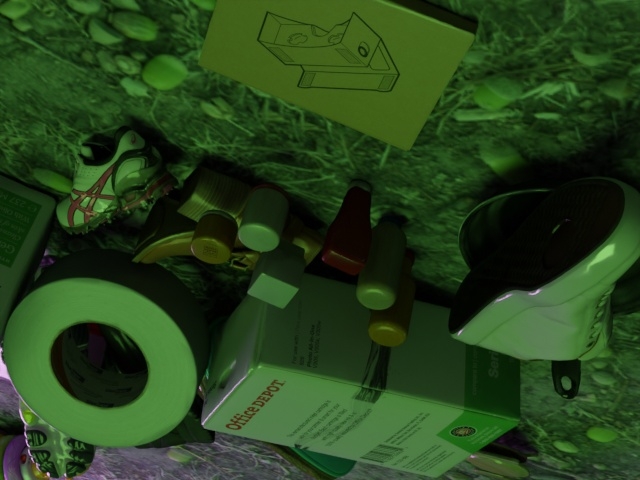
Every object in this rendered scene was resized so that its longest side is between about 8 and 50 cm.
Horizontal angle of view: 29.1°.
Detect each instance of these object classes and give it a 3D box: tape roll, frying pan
[{"bbox_3d":[-0.234,0.120,1.364,0.219,0.072,0.219,4,117,8],"label":"tape roll"},{"bbox_3d":[0.258,0.045,1.167,0.197,0.053,0.326,-8,140,35],"label":"frying pan"}]

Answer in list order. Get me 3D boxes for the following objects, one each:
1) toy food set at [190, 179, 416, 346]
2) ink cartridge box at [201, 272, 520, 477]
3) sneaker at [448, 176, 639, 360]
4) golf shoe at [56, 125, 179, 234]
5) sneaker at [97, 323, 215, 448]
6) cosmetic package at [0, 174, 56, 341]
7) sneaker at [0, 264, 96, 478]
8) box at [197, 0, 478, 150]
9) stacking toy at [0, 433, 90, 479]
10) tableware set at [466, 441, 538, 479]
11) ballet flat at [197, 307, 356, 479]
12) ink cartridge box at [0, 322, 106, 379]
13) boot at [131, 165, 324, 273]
[{"bbox_3d":[0.000,0.000,1.185,0.232,0.105,0.111,24,140,-11],"label":"toy food set"},{"bbox_3d":[0.040,0.147,1.324,0.289,0.122,0.211,15,150,-16],"label":"ink cartridge box"},{"bbox_3d":[0.222,0.034,1.055,0.123,0.106,0.290,24,156,-9],"label":"sneaker"},{"bbox_3d":[-0.219,-0.062,1.254,0.186,0.067,0.086,-21,104,46],"label":"golf shoe"},{"bbox_3d":[-0.228,0.174,1.519,0.130,0.109,0.286,-17,132,6],"label":"sneaker"},{"bbox_3d":[-0.446,0.097,1.315,0.196,0.366,0.155,22,148,-7],"label":"cosmetic package"},{"bbox_3d":[-0.334,0.157,1.526,0.107,0.110,0.275,-2,108,-6],"label":"sneaker"},{"bbox_3d":[0.008,-0.161,1.014,0.201,0.021,0.164,22,148,-4],"label":"box"},{"bbox_3d":[-0.501,0.375,1.999,0.301,0.175,0.166,-12,141,23],"label":"stacking toy"},{"bbox_3d":[0.172,0.254,1.550,0.194,0.039,0.128,11,160,22],"label":"tableware set"},{"bbox_3d":[-0.080,0.189,1.537,0.124,0.116,0.342,14,158,46],"label":"ballet flat"},{"bbox_3d":[-0.362,0.124,1.607,0.275,0.060,0.239,19,149,-1],"label":"ink cartridge box"},{"bbox_3d":[-0.101,0.006,1.280,0.152,0.073,0.197,28,150,-22],"label":"boot"}]
